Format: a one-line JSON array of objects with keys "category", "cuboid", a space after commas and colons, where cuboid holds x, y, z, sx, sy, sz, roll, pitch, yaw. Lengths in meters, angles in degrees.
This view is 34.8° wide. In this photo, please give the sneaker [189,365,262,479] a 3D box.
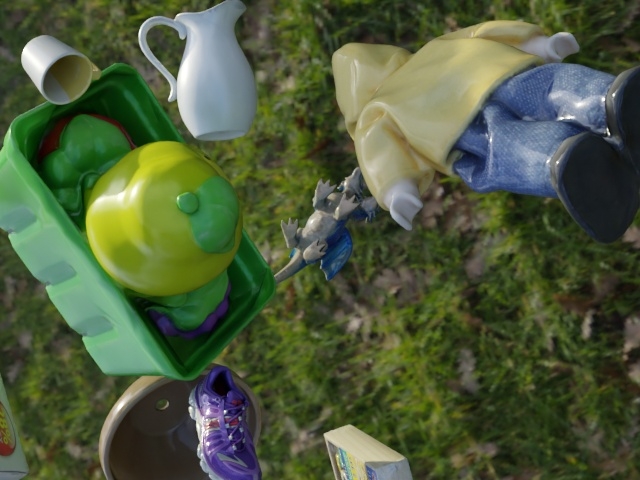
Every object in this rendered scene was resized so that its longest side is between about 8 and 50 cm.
[{"category": "sneaker", "cuboid": [-0.109, 0.217, 1.195, 0.071, 0.068, 0.170, -59, 41, 31]}]

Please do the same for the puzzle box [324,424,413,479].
[{"category": "puzzle box", "cuboid": [0.113, 0.501, 1.546, 0.272, 0.052, 0.408, 178, 77, -74]}]

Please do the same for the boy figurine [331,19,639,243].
[{"category": "boy figurine", "cuboid": [0.094, -0.080, 0.703, 0.285, 0.177, 0.092, 21, 156, 52]}]

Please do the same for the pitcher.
[{"category": "pitcher", "cuboid": [-0.193, -0.264, 1.618, 0.125, 0.178, 0.207, 36, -133, -84]}]

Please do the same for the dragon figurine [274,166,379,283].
[{"category": "dragon figurine", "cuboid": [0.000, 0.000, 1.545, 0.085, 0.289, 0.144, 31, 167, 19]}]

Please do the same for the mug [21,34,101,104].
[{"category": "mug", "cuboid": [-0.285, -0.185, 1.102, 0.064, 0.062, 0.078, 40, 178, 30]}]

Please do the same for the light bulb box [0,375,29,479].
[{"category": "light bulb box", "cuboid": [-0.571, 0.157, 1.115, 0.225, 0.361, 0.358, 49, -163, -70]}]

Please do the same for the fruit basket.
[{"category": "fruit basket", "cuboid": [-0.195, -0.030, 1.218, 0.392, 0.283, 0.392, 14, 123, 22]}]

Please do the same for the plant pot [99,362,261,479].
[{"category": "plant pot", "cuboid": [-0.214, 0.266, 1.489, 0.110, 0.237, 0.237, 41, 136, 53]}]
